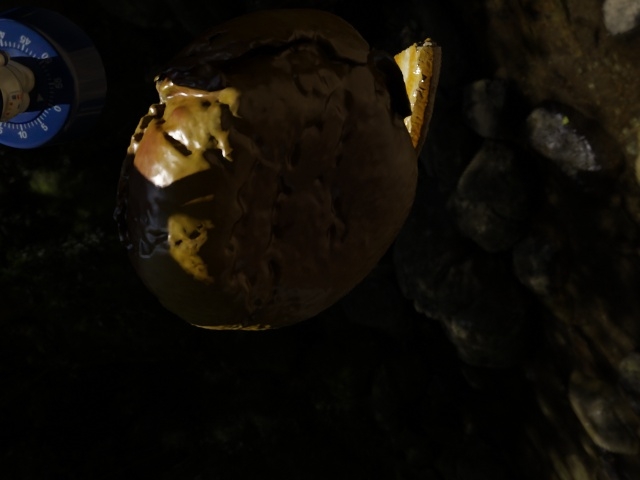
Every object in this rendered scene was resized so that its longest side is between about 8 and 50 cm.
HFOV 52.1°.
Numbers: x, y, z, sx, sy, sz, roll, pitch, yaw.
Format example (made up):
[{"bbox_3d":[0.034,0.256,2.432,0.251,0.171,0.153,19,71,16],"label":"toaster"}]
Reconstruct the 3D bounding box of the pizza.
[{"bbox_3d":[0.113,-0.198,0.919,0.199,0.062,0.188,-120,38,-56],"label":"pizza"}]

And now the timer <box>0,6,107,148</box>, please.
[{"bbox_3d":[-0.571,-0.263,1.154,0.383,0.270,0.270,-79,-34,-68],"label":"timer"}]

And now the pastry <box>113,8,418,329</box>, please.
[{"bbox_3d":[-0.039,-0.058,0.666,0.164,0.356,0.356,27,153,35],"label":"pastry"}]
